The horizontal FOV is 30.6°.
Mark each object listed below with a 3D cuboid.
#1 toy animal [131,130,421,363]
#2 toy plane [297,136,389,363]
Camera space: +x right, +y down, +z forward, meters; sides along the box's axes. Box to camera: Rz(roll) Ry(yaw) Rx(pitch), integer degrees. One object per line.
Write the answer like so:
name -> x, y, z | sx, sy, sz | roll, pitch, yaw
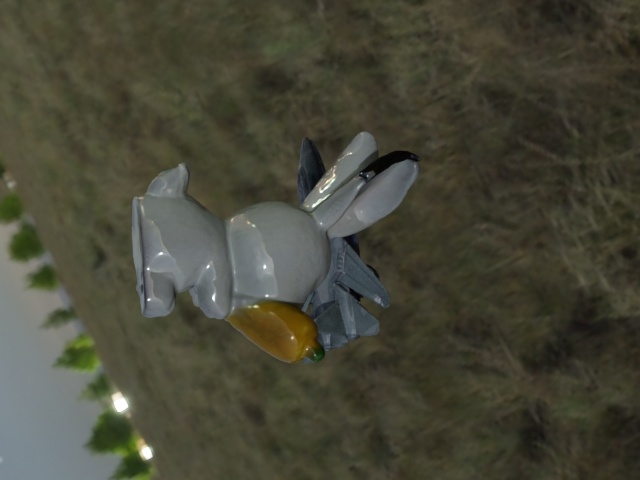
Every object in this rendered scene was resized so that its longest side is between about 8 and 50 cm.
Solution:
toy animal -> -0.028, 0.000, 0.760 | 0.131, 0.181, 0.127 | -124, 36, -63
toy plane -> 0.009, 0.002, 1.406 | 0.212, 0.088, 0.267 | -28, 55, 45
